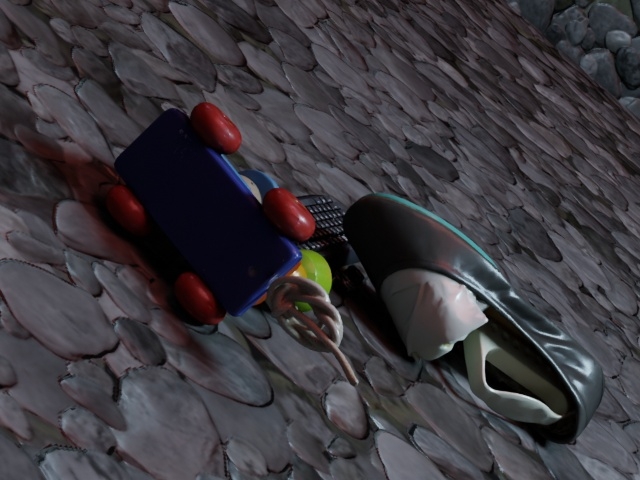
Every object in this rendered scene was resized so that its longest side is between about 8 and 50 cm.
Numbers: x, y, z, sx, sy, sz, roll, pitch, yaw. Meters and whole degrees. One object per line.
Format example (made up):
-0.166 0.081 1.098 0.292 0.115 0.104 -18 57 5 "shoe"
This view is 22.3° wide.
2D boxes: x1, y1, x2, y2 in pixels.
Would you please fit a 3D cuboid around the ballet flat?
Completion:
0.127 0.071 1.326 0.280 0.095 0.096 36 44 -17 "ballet flat"

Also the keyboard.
0.000 0.000 1.346 0.108 0.023 0.180 46 21 13 "keyboard"

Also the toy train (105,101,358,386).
-0.031 0.024 1.142 0.248 0.105 0.143 50 8 23 "toy train"
